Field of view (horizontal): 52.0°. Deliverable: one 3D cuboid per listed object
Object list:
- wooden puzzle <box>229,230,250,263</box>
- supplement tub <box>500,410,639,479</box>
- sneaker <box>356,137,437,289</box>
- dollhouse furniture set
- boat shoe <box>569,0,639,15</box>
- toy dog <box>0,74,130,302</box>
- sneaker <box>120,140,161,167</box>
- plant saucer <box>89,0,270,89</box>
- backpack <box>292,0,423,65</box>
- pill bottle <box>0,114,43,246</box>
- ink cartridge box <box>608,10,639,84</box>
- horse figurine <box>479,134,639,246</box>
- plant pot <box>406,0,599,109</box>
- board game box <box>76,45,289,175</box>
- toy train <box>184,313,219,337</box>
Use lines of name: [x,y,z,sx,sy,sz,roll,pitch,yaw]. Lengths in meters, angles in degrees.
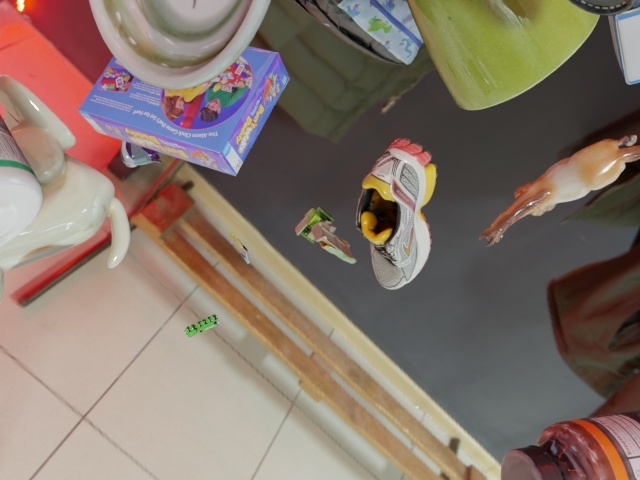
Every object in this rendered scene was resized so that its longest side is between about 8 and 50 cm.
wooden puzzle: [-0.187,0.015,1.542,0.014,0.116,0.079,-36,82,-11]
supplement tub: [0.260,0.204,0.566,0.197,0.106,0.106,-3,60,-14]
sneaker: [0.080,-0.018,0.815,0.088,0.225,0.092,30,55,31]
dollhouse furniture set: [0.000,0.000,1.096,0.076,0.058,0.152,36,16,-26]
boat shoe: [0.195,-0.339,0.604,0.500,0.186,0.156,25,88,-49]
toy dog: [-0.591,-0.010,1.162,0.395,0.284,0.408,47,62,-22]
sneaker: [-0.425,-0.287,1.591,0.083,0.098,0.224,58,29,-80]
plant saucer: [-0.186,-0.422,0.952,0.100,0.400,0.401,-12,70,-53]
backpack: [0.100,-0.517,1.390,0.355,0.273,0.290,41,2,-43]
pill bottle: [-0.525,-0.157,0.826,0.204,0.204,0.361,-21,73,-49]
ink cartridge box: [0.652,-0.408,1.193,0.129,0.223,0.307,68,27,-19]
horse figurine: [0.354,-0.083,0.910,0.174,0.263,0.066,-16,80,-56]
plant pot: [0.246,-0.412,1.053,0.293,0.274,0.275,44,39,-23]
board game box: [-0.267,-0.284,1.275,0.233,0.347,0.078,-63,156,-17]
toy train: [-0.243,0.176,1.347,0.024,0.083,0.017,60,19,-14]
